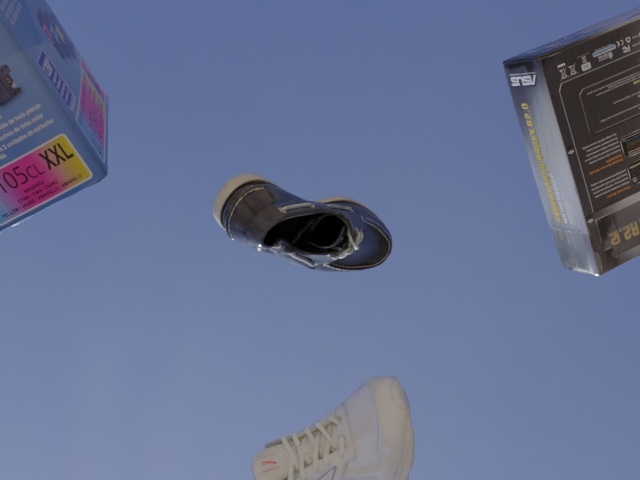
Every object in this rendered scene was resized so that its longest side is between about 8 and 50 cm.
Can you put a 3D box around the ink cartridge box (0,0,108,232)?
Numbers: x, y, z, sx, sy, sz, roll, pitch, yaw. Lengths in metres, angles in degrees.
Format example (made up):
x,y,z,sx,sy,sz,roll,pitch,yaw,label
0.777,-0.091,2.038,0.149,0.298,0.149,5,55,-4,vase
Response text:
x,y,z,sx,sy,sz,roll,pitch,yaw,label
-0.388,-0.239,1.014,0.151,0.395,0.270,-29,-150,3,ink cartridge box

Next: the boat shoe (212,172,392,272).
x,y,z,sx,sy,sz,roll,pitch,yaw,label
0.000,0.000,0.823,0.065,0.206,0.075,41,-74,41,boat shoe

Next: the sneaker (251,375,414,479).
x,y,z,sx,sy,sz,roll,pitch,yaw,label
0.002,0.198,0.859,0.115,0.232,0.090,6,-133,-23,sneaker

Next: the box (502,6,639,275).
x,y,z,sx,sy,sz,roll,pitch,yaw,label
0.281,-0.100,0.793,0.231,0.056,0.183,-24,-75,-16,box
